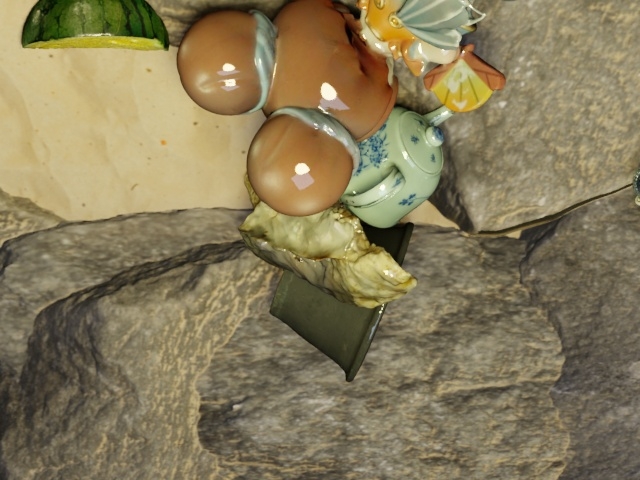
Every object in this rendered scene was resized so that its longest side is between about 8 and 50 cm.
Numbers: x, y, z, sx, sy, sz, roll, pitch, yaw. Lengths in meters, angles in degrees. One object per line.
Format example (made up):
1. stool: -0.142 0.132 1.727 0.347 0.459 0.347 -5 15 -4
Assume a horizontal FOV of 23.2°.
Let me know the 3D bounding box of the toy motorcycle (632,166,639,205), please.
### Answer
1. toy motorcycle: 0.537 -0.051 2.154 0.221 0.102 0.150 -5 119 -3

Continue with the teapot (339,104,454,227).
1. teapot: 0.095 -0.106 1.990 0.159 0.232 0.159 12 125 18

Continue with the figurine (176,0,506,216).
1. figurine: 0.050 -0.232 1.847 0.388 0.276 0.248 -39 168 29

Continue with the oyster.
1. oyster: -0.004 0.003 1.982 0.110 0.341 0.166 -58 147 -3

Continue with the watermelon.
1. watermelon: -0.277 -0.274 1.904 0.181 0.075 0.092 -1 175 -4

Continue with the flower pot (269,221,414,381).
1. flower pot: 0.020 0.061 2.132 0.148 0.235 0.235 21 128 2
